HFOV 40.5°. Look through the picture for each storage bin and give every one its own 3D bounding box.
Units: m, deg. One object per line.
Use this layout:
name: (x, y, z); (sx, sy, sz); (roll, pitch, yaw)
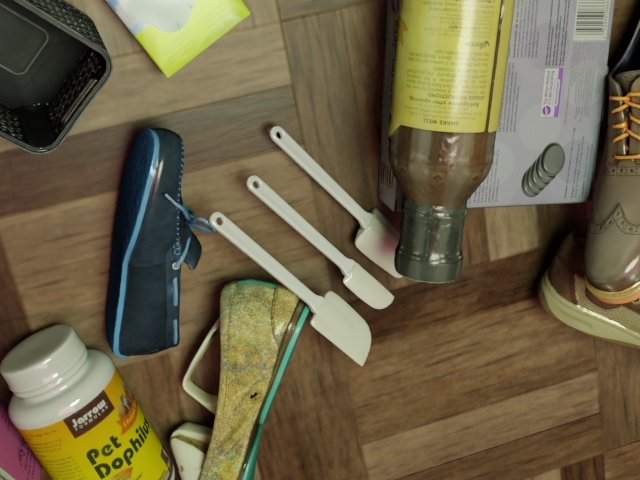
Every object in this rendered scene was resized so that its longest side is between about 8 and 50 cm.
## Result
storage bin: (-0.293, -0.175, 0.773); (0.180, 0.084, 0.122); (29, 108, -40)

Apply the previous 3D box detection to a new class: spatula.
spatula: (0.000, 0.000, 0.937); (0.242, 0.019, 0.168); (42, 64, -24)

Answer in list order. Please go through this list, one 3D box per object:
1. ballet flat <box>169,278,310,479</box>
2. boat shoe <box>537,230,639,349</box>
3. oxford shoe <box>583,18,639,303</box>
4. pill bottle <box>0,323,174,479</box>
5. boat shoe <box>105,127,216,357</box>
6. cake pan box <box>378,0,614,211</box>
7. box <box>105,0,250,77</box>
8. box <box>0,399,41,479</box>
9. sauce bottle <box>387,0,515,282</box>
ballet flat: (-0.108, 0.203, 0.981); (0.123, 0.123, 0.348); (11, 106, -19)
boat shoe: (0.433, 0.072, 1.005); (0.342, 0.123, 0.123); (20, 130, 10)
oxford shoe: (0.344, -0.111, 0.940); (0.133, 0.130, 0.363); (31, 72, -34)
pill bottle: (-0.250, 0.199, 0.926); (0.117, 0.117, 0.215); (-27, 114, -6)
boat shoe: (-0.167, 0.002, 0.905); (0.089, 0.109, 0.258); (2, 124, -24)
cake pan box: (0.190, -0.167, 0.952); (0.246, 0.070, 0.266); (-6, 110, -16)
box: (-0.163, -0.261, 0.833); (0.109, 0.042, 0.178); (-39, 115, -1)
box: (-0.408, 0.293, 0.861); (0.243, 0.213, 0.117); (-40, 114, 0)
sauce bottle: (0.121, -0.129, 0.850); (0.111, 0.111, 0.344); (0, 107, -16)
